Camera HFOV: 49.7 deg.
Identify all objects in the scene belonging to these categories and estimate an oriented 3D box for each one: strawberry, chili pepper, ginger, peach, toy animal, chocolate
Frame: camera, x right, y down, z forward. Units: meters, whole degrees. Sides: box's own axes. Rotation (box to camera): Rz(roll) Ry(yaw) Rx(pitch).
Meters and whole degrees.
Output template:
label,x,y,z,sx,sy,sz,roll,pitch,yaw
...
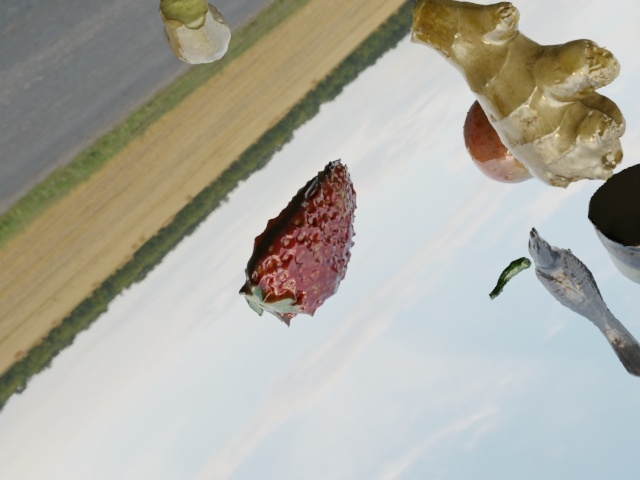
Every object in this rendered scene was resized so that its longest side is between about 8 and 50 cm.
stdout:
label,x,y,z,sx,sy,sz,roll,pitch,yaw
strawberry,0.000,0.000,1.136,0.306,0.138,0.233,-54,165,-15
chili pepper,0.401,0.077,1.482,0.118,0.035,0.055,-45,171,10
ginger,-0.267,-0.451,1.481,0.138,0.152,0.267,-27,-169,-4
peach,0.383,-0.218,1.353,0.232,0.232,0.232,-41,-170,9
toy animal,0.462,0.080,1.270,0.081,0.367,0.206,-39,-162,16
chocolate,0.681,-0.014,1.349,0.284,0.186,0.283,-18,-148,12
ginger,0.302,-0.231,1.030,0.166,0.375,0.236,-57,-162,-5
